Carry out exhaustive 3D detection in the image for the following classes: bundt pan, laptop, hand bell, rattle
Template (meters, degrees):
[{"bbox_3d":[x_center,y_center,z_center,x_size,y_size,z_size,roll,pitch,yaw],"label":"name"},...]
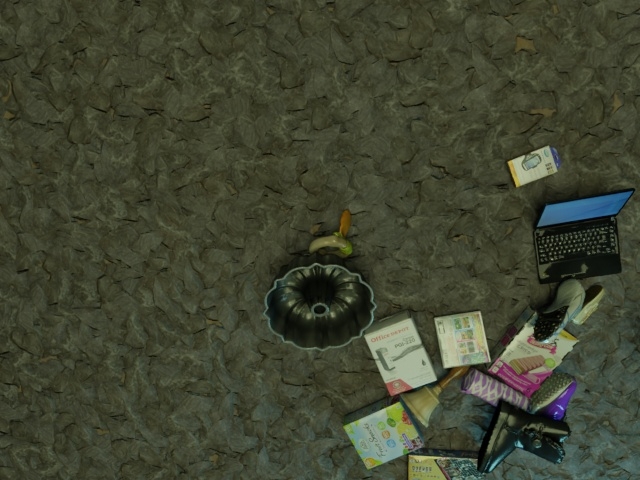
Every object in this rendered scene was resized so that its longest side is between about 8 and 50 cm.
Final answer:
[{"bbox_3d":[-0.004,0.171,1.406,0.331,0.124,0.331,-1,121,-2],"label":"bundt pan"},{"bbox_3d":[0.742,-0.003,1.317,0.234,0.136,0.264,-9,99,9],"label":"laptop"},{"bbox_3d":[0.382,0.455,1.469,0.242,0.126,0.126,-40,93,0],"label":"hand bell"},{"bbox_3d":[0.000,0.000,1.446,0.199,0.130,0.143,-25,70,43],"label":"rattle"}]

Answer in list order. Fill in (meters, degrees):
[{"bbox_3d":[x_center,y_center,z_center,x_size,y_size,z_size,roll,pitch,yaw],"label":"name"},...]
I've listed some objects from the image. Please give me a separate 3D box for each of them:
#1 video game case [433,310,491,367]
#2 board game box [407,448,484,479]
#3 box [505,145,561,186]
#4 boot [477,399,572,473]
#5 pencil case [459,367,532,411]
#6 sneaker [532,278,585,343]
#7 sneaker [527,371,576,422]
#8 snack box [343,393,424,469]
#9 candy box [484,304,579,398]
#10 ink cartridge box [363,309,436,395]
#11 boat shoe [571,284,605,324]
[{"bbox_3d":[0.436,0.305,1.445,0.143,0.019,0.157,-10,81,8],"label":"video game case"},{"bbox_3d":[0.409,0.772,1.540,0.243,0.042,0.165,1,100,7],"label":"board game box"},{"bbox_3d":[0.615,-0.216,1.351,0.136,0.028,0.081,-21,97,7],"label":"box"},{"bbox_3d":[0.593,0.611,1.375,0.207,0.094,0.246,20,101,13],"label":"boot"},{"bbox_3d":[0.537,0.476,1.449,0.206,0.086,0.088,29,72,3],"label":"pencil case"},{"bbox_3d":[0.692,0.212,1.342,0.237,0.085,0.086,-44,108,-23],"label":"sneaker"},{"bbox_3d":[0.705,0.538,1.440,0.146,0.102,0.293,32,109,0],"label":"sneaker"},{"bbox_3d":[0.204,0.619,1.523,0.207,0.070,0.174,-29,96,12],"label":"snack box"},{"bbox_3d":[0.634,0.338,1.423,0.159,0.071,0.233,33,101,1],"label":"candy box"},{"bbox_3d":[0.247,0.347,1.459,0.158,0.092,0.218,-23,95,10],"label":"ink cartridge box"},{"bbox_3d":[0.796,0.193,1.394,0.045,0.050,0.135,35,104,-13],"label":"boat shoe"}]
